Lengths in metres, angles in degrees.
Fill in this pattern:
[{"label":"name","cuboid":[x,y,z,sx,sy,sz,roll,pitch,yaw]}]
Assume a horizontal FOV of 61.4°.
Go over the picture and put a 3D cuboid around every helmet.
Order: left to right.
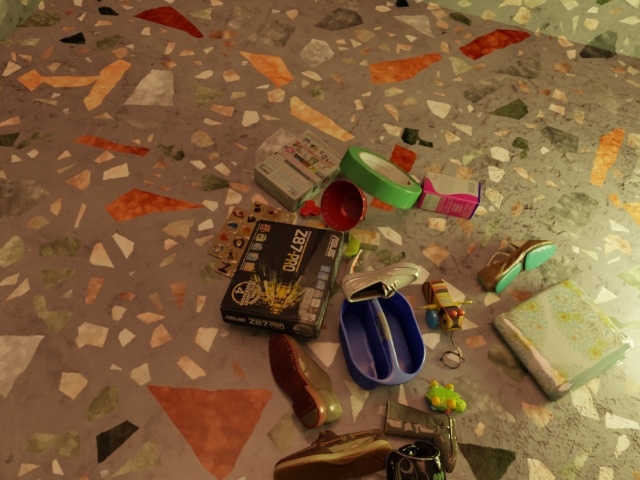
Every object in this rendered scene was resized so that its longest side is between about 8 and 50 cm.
[{"label":"helmet","cuboid":[0.259,0.649,1.473,0.169,0.169,0.162,3,91,-5]}]

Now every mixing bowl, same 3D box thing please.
[{"label":"mixing bowl","cuboid":[0.100,-0.124,1.936,0.181,0.181,0.098,47,27,23]}]

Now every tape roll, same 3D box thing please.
[{"label":"tape roll","cuboid":[0.227,-0.240,2.033,0.321,0.077,0.321,25,24,-12]}]

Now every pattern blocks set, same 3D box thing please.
[{"label":"pattern blocks set","cuboid":[0.000,0.000,1.946,0.285,0.026,0.325,18,54,17]}]

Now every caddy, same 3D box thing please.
[{"label":"caddy","cuboid":[0.187,0.303,1.699,0.241,0.179,0.342,-8,57,-13]}]

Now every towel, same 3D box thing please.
[{"label":"towel","cuboid":[0.817,0.323,1.817,0.374,0.090,0.321,-23,58,-20]}]

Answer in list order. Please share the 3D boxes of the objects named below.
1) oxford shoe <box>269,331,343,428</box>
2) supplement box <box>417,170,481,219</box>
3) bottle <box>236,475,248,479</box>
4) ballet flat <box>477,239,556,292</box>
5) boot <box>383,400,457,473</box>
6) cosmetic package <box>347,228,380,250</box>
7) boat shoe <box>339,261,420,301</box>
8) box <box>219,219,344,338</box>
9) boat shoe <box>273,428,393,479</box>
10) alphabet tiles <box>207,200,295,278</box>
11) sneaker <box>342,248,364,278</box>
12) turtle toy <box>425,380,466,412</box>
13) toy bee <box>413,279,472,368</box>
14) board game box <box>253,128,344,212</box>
[{"label":"oxford shoe","cuboid":[-0.052,0.415,1.658,0.130,0.123,0.348,6,43,-42]},{"label":"supplement box","cuboid":[0.500,-0.177,2.103,0.219,0.114,0.111,14,56,1]},{"label":"bottle","cuboid":[-0.144,0.751,1.391,0.092,0.118,0.283,-34,65,-15]},{"label":"ballet flat","cuboid":[0.708,0.071,1.975,0.342,0.116,0.124,-31,45,-20]},{"label":"boot","cuboid":[0.291,0.575,1.588,0.208,0.076,0.190,14,41,-5]},{"label":"cosmetic package","cuboid":[0.159,-0.004,1.988,0.114,0.041,0.060,9,56,0]},{"label":"boat shoe","cuboid":[0.197,0.137,1.688,0.267,0.096,0.088,-6,41,-15]},{"label":"box","cuboid":[-0.114,0.116,1.773,0.317,0.097,0.395,10,49,10]},{"label":"boat shoe","cuboid":[0.031,0.606,1.528,0.341,0.124,0.123,-12,28,-8]},{"label":"alphabet tiles","cuboid":[-0.232,0.008,1.955,0.284,0.011,0.343,20,56,8]},{"label":"sneaker","cuboid":[0.127,0.103,1.914,0.064,0.061,0.158,35,56,-15]},{"label":"turtle toy","cuboid":[0.385,0.492,1.658,0.130,0.066,0.095,11,29,2]},{"label":"toy bee","cuboid":[0.429,0.238,1.783,0.195,0.162,0.298,-24,62,-23]},{"label":"board game box","cuboid":[-0.077,-0.276,2.115,0.224,0.098,0.303,40,62,19]}]
